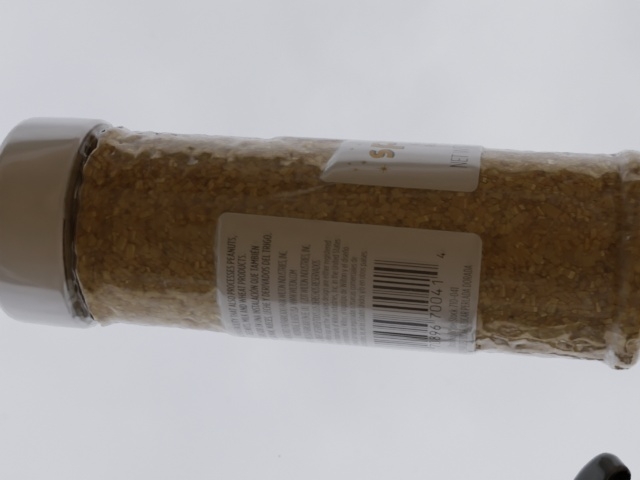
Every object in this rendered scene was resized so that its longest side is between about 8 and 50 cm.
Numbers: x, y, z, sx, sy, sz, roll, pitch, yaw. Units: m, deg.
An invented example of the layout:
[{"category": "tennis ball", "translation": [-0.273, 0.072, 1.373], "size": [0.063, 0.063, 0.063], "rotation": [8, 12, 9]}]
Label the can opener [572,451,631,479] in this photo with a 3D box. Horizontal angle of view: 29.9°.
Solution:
[{"category": "can opener", "translation": [0.244, 0.333, 1.142], "size": [0.074, 0.093, 0.280], "rotation": [12, -68, -31]}]

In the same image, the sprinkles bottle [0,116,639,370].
[{"category": "sprinkles bottle", "translation": [0.000, 0.000, 0.668], "size": [0.355, 0.121, 0.121], "rotation": [4, -100, 9]}]
